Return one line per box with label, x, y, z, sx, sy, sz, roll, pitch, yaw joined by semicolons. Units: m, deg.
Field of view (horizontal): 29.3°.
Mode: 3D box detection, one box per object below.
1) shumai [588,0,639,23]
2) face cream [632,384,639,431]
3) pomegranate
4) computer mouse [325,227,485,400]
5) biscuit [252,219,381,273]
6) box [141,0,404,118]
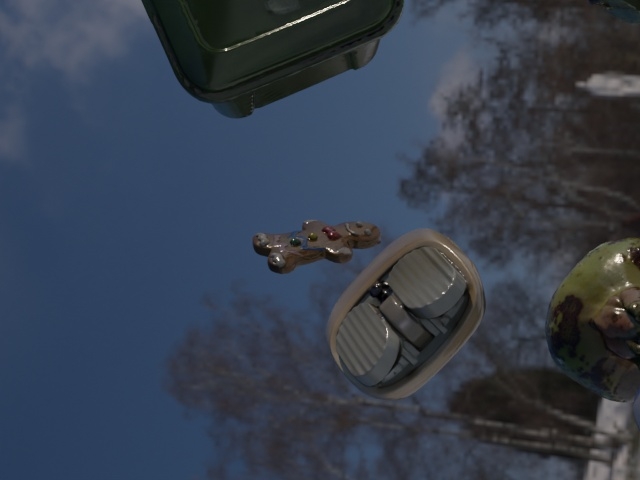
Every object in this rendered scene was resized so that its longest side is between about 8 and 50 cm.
shumai;0.468;-0.367;1.436;0.397;0.323;0.324;-36;-51;-44
face cream;0.409;0.196;1.017;0.249;0.249;0.225;58;-163;-61
pomegranate;0.394;0.096;1.586;0.276;0.204;0.222;21;-78;-56
computer mouse;0.069;0.057;1.054;0.145;0.082;0.236;-46;7;7
biscuit;0.000;-0.001;1.924;0.138;0.205;0.031;-133;39;-56
box;-0.077;-0.303;1.319;0.178;0.252;0.329;82;166;-76
